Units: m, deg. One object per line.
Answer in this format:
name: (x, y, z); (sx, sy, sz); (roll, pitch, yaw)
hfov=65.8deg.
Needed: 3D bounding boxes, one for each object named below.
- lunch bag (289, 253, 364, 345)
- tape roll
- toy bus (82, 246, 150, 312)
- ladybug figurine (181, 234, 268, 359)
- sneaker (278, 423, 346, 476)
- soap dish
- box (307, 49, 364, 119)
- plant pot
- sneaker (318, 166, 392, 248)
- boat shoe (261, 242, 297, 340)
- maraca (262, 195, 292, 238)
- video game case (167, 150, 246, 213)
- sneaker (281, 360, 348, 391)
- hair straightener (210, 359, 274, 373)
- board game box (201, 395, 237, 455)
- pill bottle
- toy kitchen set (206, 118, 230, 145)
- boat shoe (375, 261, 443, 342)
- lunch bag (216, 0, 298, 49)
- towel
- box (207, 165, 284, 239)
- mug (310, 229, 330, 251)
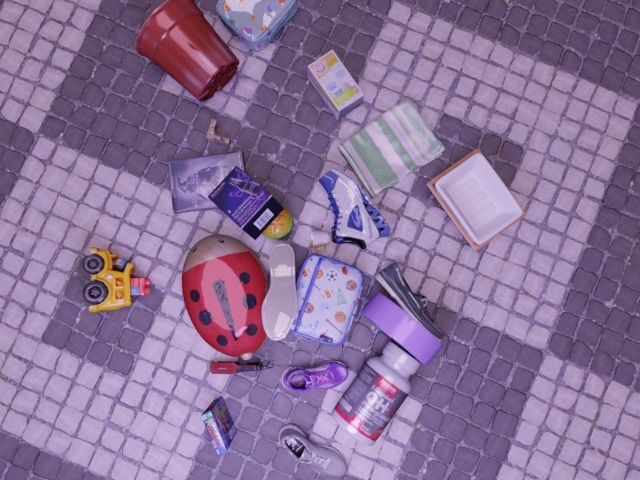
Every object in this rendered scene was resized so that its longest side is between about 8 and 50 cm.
lunch bag: (0.006, 0.211, 1.718); (0.243, 0.115, 0.304); (20, 84, 3)
tape roll: (0.266, 0.291, 1.632); (0.274, 0.275, 0.090); (40, 86, 2)
toy bus: (-0.696, 0.131, 1.704); (0.211, 0.149, 0.221); (-4, 83, -14)
ladybug figurine: (-0.318, 0.192, 1.687); (0.304, 0.162, 0.450); (-23, 86, -3)
sneaker: (-0.030, 0.729, 1.668); (0.262, 0.121, 0.099); (29, 86, 1)
soap dish: (0.544, -0.142, 1.752); (0.228, 0.118, 0.291); (-35, 86, -4)
box: (0.052, -0.559, 1.784); (0.114, 0.103, 0.203); (-33, 87, -4)
plant pot: (-0.444, -0.648, 1.719); (0.272, 0.272, 0.265); (-45, 96, -4)
sneaker: (0.086, -0.090, 1.722); (0.182, 0.127, 0.315); (-42, 88, -15)
boat shoe: (-0.131, 0.175, 1.656); (0.116, 0.097, 0.325); (0, 71, 1)
maraca: (-0.173, -0.084, 1.748); (0.127, 0.099, 0.186); (-32, 62, -7)
video game case: (-0.404, -0.211, 1.788); (0.274, 0.026, 0.196); (-8, 85, -2)
sneaker: (-0.019, 0.475, 1.698); (0.236, 0.104, 0.095); (-7, 84, -3)
hair straightener: (-0.260, 0.430, 1.704); (0.230, 0.089, 0.047); (-11, 79, 18)
board game box: (-0.332, 0.606, 1.632); (0.035, 0.201, 0.136); (-24, 85, -2)
pill bottle: (0.194, 0.506, 1.662); (0.176, 0.176, 0.319); (36, 86, 2)
toy kitchen set: (-0.363, -0.393, 1.781); (0.083, 0.068, 0.075); (15, 85, 0)
boat shoe: (0.328, 0.213, 1.721); (0.099, 0.116, 0.319); (-42, 82, 0)
lunch bag: (-0.225, -0.846, 1.801); (0.224, 0.108, 0.279); (41, 87, -3)
towel: (0.257, -0.337, 1.804); (0.324, 0.038, 0.248); (-34, 86, -3)
box: (-0.254, -0.128, 1.678); (0.207, 0.108, 0.153); (39, 85, 29)
mug: (0.000, -0.004, 1.768); (0.064, 0.078, 0.062); (-4, 53, -10)
